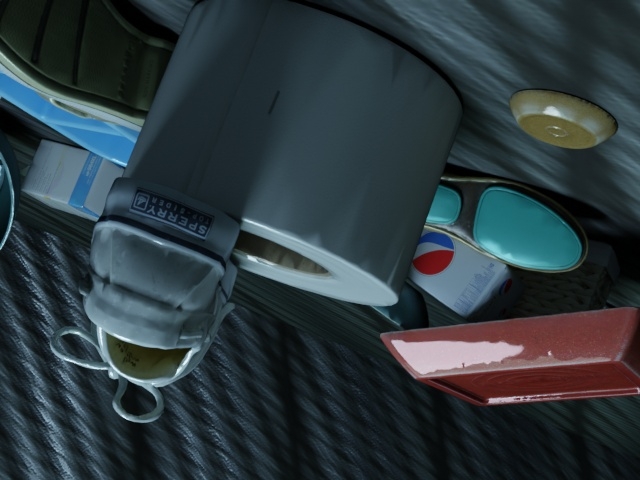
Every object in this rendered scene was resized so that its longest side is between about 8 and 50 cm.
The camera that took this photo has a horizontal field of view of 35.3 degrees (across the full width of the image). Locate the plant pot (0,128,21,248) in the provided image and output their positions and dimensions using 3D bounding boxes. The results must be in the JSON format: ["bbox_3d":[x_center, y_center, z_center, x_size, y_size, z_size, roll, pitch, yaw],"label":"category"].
[{"bbox_3d":[-0.582,-0.095,1.511,0.293,0.293,0.196,22,-164,-8],"label":"plant pot"}]

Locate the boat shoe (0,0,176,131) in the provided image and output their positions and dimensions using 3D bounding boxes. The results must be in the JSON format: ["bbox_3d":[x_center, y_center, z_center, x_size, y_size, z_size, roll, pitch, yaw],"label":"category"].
[{"bbox_3d":[-0.216,-0.160,0.862,0.103,0.113,0.302,4,163,38],"label":"boat shoe"}]

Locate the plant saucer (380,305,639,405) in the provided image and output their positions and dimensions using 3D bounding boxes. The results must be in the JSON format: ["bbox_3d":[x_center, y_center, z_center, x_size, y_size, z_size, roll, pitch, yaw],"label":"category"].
[{"bbox_3d":[0.228,0.131,1.051,0.258,0.047,0.259,-9,159,25],"label":"plant saucer"}]

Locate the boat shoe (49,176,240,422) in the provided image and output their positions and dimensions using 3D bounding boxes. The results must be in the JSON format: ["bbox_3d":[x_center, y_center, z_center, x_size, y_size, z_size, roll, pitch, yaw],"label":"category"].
[{"bbox_3d":[-0.141,0.065,0.816,0.136,0.156,0.367,22,169,-8],"label":"boat shoe"}]

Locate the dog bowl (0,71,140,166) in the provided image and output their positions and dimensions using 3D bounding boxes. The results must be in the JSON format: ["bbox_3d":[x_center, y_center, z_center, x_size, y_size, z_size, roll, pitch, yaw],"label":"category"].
[{"bbox_3d":[-0.237,-0.149,1.059,0.166,0.074,0.297,13,168,33],"label":"dog bowl"}]

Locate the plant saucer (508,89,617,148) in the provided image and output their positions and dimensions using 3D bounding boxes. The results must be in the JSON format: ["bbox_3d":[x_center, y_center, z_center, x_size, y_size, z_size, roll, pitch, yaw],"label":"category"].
[{"bbox_3d":[0.181,-0.088,0.759,0.083,0.015,0.083,19,169,4],"label":"plant saucer"}]

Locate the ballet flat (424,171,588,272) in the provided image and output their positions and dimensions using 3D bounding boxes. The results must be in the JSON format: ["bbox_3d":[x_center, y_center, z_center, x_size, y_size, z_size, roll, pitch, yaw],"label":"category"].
[{"bbox_3d":[0.151,-0.034,0.986,0.232,0.080,0.073,20,-163,13],"label":"ballet flat"}]

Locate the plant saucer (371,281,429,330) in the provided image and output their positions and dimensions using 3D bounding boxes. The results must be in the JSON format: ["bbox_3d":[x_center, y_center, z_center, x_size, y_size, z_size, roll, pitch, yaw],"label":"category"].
[{"bbox_3d":[0.000,0.000,1.108,0.317,0.043,0.317,37,-179,-1],"label":"plant saucer"}]

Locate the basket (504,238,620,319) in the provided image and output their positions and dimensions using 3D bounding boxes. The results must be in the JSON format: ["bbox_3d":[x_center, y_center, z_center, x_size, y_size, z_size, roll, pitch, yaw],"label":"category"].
[{"bbox_3d":[0.230,0.047,1.102,0.167,0.103,0.113,14,169,24],"label":"basket"}]

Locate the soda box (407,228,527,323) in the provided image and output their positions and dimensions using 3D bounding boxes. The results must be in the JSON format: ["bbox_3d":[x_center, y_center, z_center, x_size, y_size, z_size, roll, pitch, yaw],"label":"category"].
[{"bbox_3d":[0.107,0.010,1.063,0.216,0.069,0.074,37,-179,35],"label":"soda box"}]

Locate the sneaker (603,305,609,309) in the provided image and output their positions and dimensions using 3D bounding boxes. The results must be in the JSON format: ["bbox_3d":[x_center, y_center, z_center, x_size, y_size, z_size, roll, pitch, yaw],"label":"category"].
[{"bbox_3d":[0.361,0.133,1.346,0.232,0.090,0.115,26,171,-24],"label":"sneaker"}]

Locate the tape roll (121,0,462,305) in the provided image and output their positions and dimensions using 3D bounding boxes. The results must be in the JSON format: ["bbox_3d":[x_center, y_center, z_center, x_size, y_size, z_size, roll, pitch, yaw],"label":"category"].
[{"bbox_3d":[-0.024,-0.066,0.826,0.246,0.169,0.246,20,169,4],"label":"tape roll"}]

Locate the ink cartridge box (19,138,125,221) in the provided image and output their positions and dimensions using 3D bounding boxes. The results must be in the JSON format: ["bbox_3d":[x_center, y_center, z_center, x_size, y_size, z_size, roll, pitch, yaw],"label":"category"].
[{"bbox_3d":[-0.385,-0.093,1.562,0.143,0.090,0.092,17,169,23],"label":"ink cartridge box"}]
